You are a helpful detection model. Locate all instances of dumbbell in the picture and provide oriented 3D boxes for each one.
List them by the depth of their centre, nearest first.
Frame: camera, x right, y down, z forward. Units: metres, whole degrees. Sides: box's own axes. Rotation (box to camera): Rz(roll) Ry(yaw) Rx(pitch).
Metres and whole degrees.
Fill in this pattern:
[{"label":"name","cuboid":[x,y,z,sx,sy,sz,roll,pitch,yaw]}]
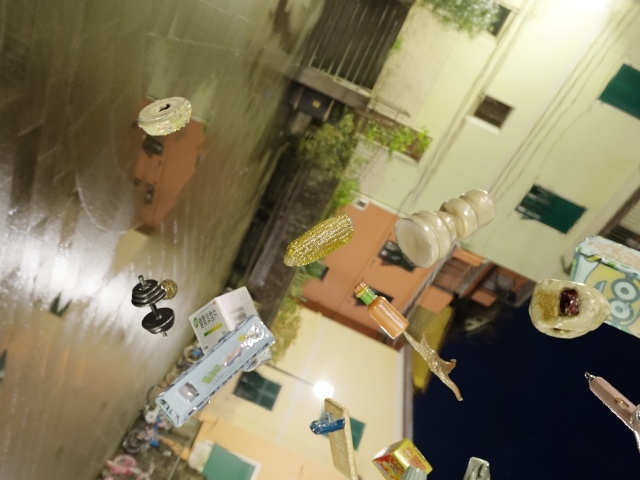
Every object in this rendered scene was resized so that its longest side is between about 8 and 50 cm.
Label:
[{"label":"dumbbell","cuboid":[-0.463,0.184,1.756,0.099,0.099,0.208,-68,150,-56]}]

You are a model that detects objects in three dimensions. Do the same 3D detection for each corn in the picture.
[{"label":"corn","cuboid":[0.000,0.000,2.314,0.322,0.119,0.119,-27,160,-31]}]

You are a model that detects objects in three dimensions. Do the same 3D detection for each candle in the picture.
[{"label":"candle","cuboid":[-0.239,0.383,2.240,0.068,0.168,0.192,-17,119,-37]}]

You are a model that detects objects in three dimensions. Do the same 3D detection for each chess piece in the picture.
[{"label":"chess piece","cuboid":[0.322,-0.046,1.575,0.261,0.143,0.143,-29,166,-24]}]

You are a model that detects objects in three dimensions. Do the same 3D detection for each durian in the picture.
[{"label":"durian","cuboid":[-0.543,0.174,2.244,0.080,0.080,0.091,-65,-157,-5]}]

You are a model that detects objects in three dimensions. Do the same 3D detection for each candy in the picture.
[{"label":"candy","cuboid":[0.300,0.841,2.382,0.088,0.146,0.276,-35,169,-25]}]

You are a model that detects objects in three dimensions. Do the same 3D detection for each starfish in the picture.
[{"label":"starfish","cuboid":[0.347,0.363,1.992,0.048,0.295,0.231,-45,176,17]}]

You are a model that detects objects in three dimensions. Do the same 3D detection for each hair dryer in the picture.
[{"label":"hair dryer","cuboid":[0.781,0.432,1.626,0.106,0.189,0.344,-32,-153,-3]}]

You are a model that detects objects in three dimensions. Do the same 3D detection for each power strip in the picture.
[{"label":"power strip","cuboid":[0.425,0.672,1.717,0.093,0.053,0.288,-56,144,-35]}]

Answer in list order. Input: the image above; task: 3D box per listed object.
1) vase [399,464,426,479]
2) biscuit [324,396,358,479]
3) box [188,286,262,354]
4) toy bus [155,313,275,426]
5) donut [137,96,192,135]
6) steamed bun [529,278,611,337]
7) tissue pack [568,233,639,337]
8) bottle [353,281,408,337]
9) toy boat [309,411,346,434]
[{"label":"vase","cuboid":[0.291,0.888,2.135,0.128,0.128,0.248,122,-10,-71]},{"label":"biscuit","cuboid":[0.066,0.633,2.020,0.160,0.030,0.250,-177,-102,-67]},{"label":"box","cuboid":[-0.382,0.321,2.518,0.145,0.173,0.333,-18,171,-35]},{"label":"toy bus","cuboid":[-0.262,0.325,1.600,0.329,0.109,0.136,-41,178,-19]},{"label":"donut","cuboid":[-0.473,-0.378,1.944,0.174,0.174,0.068,-68,148,-49]},{"label":"steamed bun","cuboid":[0.628,0.168,1.569,0.155,0.172,0.141,-6,-108,52]},{"label":"tissue pack","cuboid":[0.904,0.144,1.877,0.128,0.311,0.228,-33,134,-32]},{"label":"bottle","cuboid":[0.171,0.197,1.844,0.069,0.187,0.069,-43,177,-3]},{"label":"toy boat","cuboid":[0.015,0.325,1.137,0.038,0.083,0.038,-8,-101,46]}]
